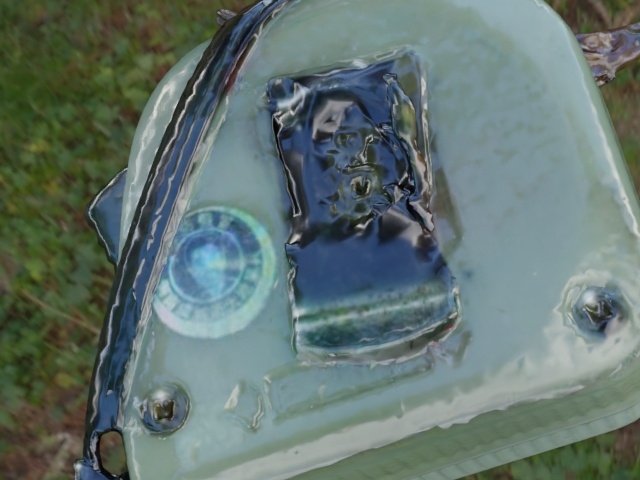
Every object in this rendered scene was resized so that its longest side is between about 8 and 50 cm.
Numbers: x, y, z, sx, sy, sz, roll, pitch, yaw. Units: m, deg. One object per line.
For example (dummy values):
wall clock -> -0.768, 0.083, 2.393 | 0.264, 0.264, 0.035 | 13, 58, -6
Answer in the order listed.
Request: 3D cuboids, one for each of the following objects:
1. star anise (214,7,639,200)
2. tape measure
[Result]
star anise -> 0.068, -0.065, 0.944 | 0.288, 0.088, 0.288 | 0, 92, 4
tape measure -> 0.000, 0.000, 0.614 | 0.235, 0.115, 0.207 | -19, 71, 9
